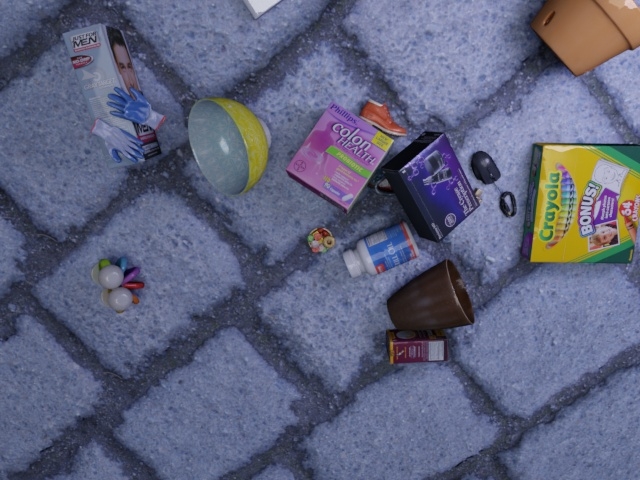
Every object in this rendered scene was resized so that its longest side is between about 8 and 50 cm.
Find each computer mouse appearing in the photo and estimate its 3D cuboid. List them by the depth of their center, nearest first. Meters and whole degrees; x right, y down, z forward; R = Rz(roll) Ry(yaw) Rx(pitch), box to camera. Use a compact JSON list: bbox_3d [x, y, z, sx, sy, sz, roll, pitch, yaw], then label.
[{"bbox_3d":[0.544,-0.172,1.759,0.071,0.041,0.242,-35,103,8],"label":"computer mouse"}]

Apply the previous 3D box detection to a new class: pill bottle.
[{"bbox_3d":[0.187,0.036,1.772,0.222,0.124,0.124,-24,104,7],"label":"pill bottle"}]

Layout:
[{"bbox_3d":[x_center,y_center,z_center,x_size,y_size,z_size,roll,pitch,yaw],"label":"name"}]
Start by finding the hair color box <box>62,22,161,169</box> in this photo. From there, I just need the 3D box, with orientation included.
[{"bbox_3d":[-0.584,-0.406,1.619,0.114,0.185,0.374,-14,105,3],"label":"hair color box"}]

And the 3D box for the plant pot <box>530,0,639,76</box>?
[{"bbox_3d":[0.717,-0.588,1.542,0.291,0.291,0.203,42,118,-10],"label":"plant pot"}]

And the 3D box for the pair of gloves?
[{"bbox_3d":[-0.527,-0.309,1.539,0.159,0.023,0.198,32,100,-10],"label":"pair of gloves"}]

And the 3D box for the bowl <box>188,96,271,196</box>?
[{"bbox_3d":[-0.238,-0.287,1.650,0.156,0.290,0.289,-29,108,-36],"label":"bowl"}]

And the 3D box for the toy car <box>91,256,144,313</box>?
[{"bbox_3d":[-0.633,0.133,1.800,0.136,0.159,0.181,-26,106,-29],"label":"toy car"}]

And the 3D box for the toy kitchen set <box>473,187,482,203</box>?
[{"bbox_3d":[0.452,-0.134,1.754,0.075,0.068,0.083,31,103,-8],"label":"toy kitchen set"}]

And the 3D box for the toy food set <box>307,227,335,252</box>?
[{"bbox_3d":[0.000,0.000,1.815,0.083,0.020,0.083,-35,103,9],"label":"toy food set"}]

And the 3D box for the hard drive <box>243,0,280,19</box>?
[{"bbox_3d":[-0.188,-0.819,1.583,0.210,0.040,0.318,-33,102,9],"label":"hard drive"}]

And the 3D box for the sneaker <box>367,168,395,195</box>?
[{"bbox_3d":[0.274,-0.172,1.714,0.262,0.125,0.104,-10,105,3],"label":"sneaker"}]

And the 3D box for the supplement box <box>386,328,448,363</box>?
[{"bbox_3d":[0.315,0.344,1.865,0.188,0.104,0.080,-3,105,0],"label":"supplement box"}]

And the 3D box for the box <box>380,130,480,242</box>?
[{"bbox_3d":[0.319,-0.153,1.629,0.184,0.103,0.261,-40,116,-11],"label":"box"}]

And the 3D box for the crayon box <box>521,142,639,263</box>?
[{"bbox_3d":[0.804,-0.114,1.740,0.313,0.106,0.362,0,105,0],"label":"crayon box"}]

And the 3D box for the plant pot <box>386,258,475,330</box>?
[{"bbox_3d":[0.335,0.197,1.789,0.231,0.215,0.215,-23,104,21],"label":"plant pot"}]

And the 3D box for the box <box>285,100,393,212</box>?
[{"bbox_3d":[0.057,-0.237,1.653,0.214,0.117,0.243,34,87,4],"label":"box"}]

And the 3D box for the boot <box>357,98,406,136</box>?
[{"bbox_3d":[0.197,-0.365,1.700,0.158,0.059,0.084,24,99,-5],"label":"boot"}]
